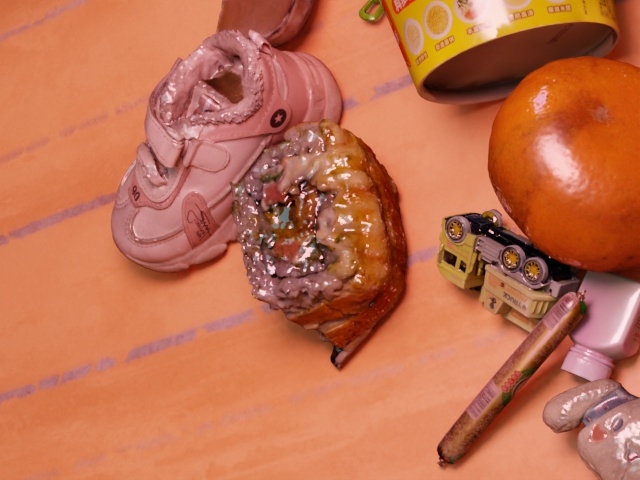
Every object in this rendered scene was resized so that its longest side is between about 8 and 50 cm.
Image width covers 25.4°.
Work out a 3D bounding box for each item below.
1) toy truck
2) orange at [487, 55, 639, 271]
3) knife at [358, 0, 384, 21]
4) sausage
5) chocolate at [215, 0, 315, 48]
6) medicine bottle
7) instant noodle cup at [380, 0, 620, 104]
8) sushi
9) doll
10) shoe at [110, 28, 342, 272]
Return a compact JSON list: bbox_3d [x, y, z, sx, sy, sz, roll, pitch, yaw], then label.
[{"bbox_3d":[0.205,0.038,1.583,0.169,0.077,0.100,30,117,37],"label":"toy truck"},{"bbox_3d":[0.290,-0.078,1.509,0.240,0.171,0.240,4,60,-7],"label":"orange"},{"bbox_3d":[0.103,-0.345,1.793,0.078,0.022,0.166,29,89,39],"label":"knife"},{"bbox_3d":[0.205,0.152,1.548,0.033,0.033,0.269,51,117,30],"label":"sausage"},{"bbox_3d":[-0.048,-0.354,1.844,0.161,0.083,0.261,-6,67,46],"label":"chocolate"},{"bbox_3d":[0.305,0.095,1.530,0.074,0.055,0.118,21,85,35],"label":"medicine bottle"},{"bbox_3d":[0.189,-0.295,1.588,0.311,0.311,0.222,-19,76,23],"label":"instant noodle cup"},{"bbox_3d":[0.000,0.000,1.676,0.184,0.139,0.274,-19,67,20],"label":"sushi"},{"bbox_3d":[0.329,0.218,1.470,0.214,0.071,0.103,37,89,25],"label":"doll"},{"bbox_3d":[-0.154,-0.124,1.765,0.351,0.198,0.172,-46,57,8],"label":"shoe"}]
